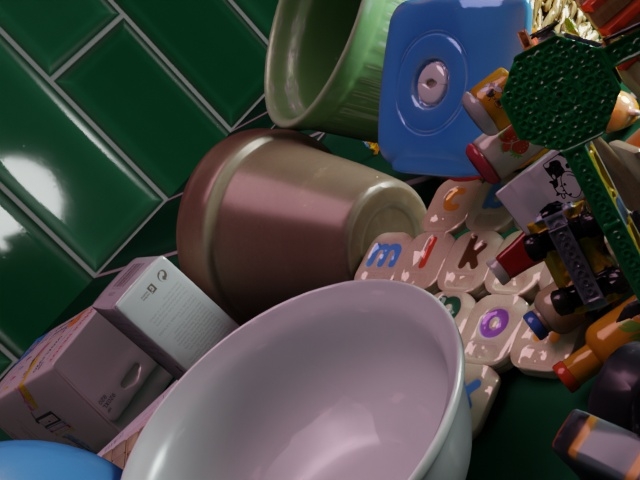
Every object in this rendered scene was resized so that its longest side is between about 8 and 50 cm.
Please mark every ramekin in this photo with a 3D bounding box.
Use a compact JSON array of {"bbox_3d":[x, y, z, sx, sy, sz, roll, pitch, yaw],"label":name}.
[{"bbox_3d":[0.055,-0.271,1.160,0.303,0.148,0.304,-43,40,51],"label":"ramekin"}]

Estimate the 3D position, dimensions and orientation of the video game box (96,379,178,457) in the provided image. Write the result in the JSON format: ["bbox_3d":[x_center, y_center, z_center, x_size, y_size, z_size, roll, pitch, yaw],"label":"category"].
[{"bbox_3d":[-0.216,0.271,1.174,0.205,0.048,0.187,-43,15,2],"label":"video game box"}]

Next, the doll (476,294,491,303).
[{"bbox_3d":[0.125,0.068,0.889,0.189,0.046,0.129,-24,21,33],"label":"doll"}]

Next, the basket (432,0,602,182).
[{"bbox_3d":[0.179,-0.215,1.156,0.213,0.223,0.299,-48,18,-17],"label":"basket"}]

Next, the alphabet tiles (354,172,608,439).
[{"bbox_3d":[0.128,0.052,0.835,0.284,0.021,0.278,-1,54,49],"label":"alphabet tiles"}]

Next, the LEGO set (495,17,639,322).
[{"bbox_3d":[0.277,-0.081,0.534,0.331,0.255,0.192,-35,1,23],"label":"LEGO set"}]

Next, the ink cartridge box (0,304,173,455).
[{"bbox_3d":[-0.378,0.229,1.433,0.232,0.168,0.171,-28,21,38],"label":"ink cartridge box"}]

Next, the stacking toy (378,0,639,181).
[{"bbox_3d":[0.213,-0.135,0.889,0.175,0.301,0.166,10,97,51],"label":"stacking toy"}]

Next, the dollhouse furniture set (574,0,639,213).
[{"bbox_3d":[0.312,-0.157,0.723,0.262,0.135,0.259,-41,16,6],"label":"dollhouse furniture set"}]

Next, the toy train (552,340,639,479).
[{"bbox_3d":[0.206,0.136,0.293,0.190,0.142,0.334,-52,35,-13],"label":"toy train"}]

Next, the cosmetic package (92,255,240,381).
[{"bbox_3d":[-0.142,0.121,1.044,0.085,0.231,0.117,-50,18,-19],"label":"cosmetic package"}]

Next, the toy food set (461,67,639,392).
[{"bbox_3d":[0.164,-0.007,0.695,0.104,0.232,0.111,-37,-1,7],"label":"toy food set"}]

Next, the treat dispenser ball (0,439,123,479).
[{"bbox_3d":[-0.249,0.308,0.735,0.288,0.288,0.288,-39,17,14],"label":"treat dispenser ball"}]

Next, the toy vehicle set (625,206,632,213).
[{"bbox_3d":[0.368,-0.083,0.717,0.266,0.035,0.166,-30,21,36],"label":"toy vehicle set"}]

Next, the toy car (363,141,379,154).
[{"bbox_3d":[0.048,-0.132,1.569,0.122,0.040,0.060,-52,18,-25],"label":"toy car"}]

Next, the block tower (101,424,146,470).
[{"bbox_3d":[-0.125,0.218,0.947,0.335,0.091,0.097,-35,20,2],"label":"block tower"}]

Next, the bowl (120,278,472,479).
[{"bbox_3d":[0.000,0.178,0.700,0.297,0.134,0.298,-25,29,15],"label":"bowl"}]

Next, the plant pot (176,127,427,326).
[{"bbox_3d":[0.000,0.000,1.071,0.229,0.263,0.263,8,51,45],"label":"plant pot"}]
